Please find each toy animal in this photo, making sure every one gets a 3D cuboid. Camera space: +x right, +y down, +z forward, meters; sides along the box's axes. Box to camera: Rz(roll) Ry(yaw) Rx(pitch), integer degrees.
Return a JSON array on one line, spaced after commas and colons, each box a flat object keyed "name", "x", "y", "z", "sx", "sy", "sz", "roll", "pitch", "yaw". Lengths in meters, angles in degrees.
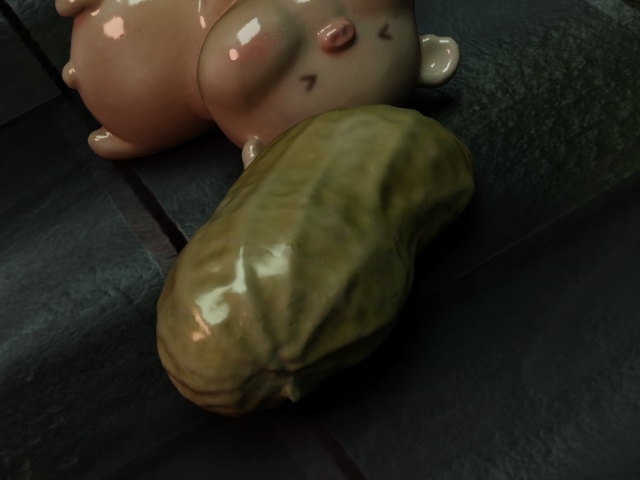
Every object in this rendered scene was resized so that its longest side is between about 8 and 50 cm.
[{"name": "toy animal", "x": -0.056, "y": -0.177, "z": 1.162, "sx": 0.345, "sy": 0.277, "sz": 0.247, "roll": -22, "pitch": 57, "yaw": -8}]

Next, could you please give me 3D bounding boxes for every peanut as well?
[{"name": "peanut", "x": -0.005, "y": -0.001, "z": 1.031, "sx": 0.174, "sy": 0.158, "sz": 0.340, "roll": -11, "pitch": 35, "yaw": 39}]
